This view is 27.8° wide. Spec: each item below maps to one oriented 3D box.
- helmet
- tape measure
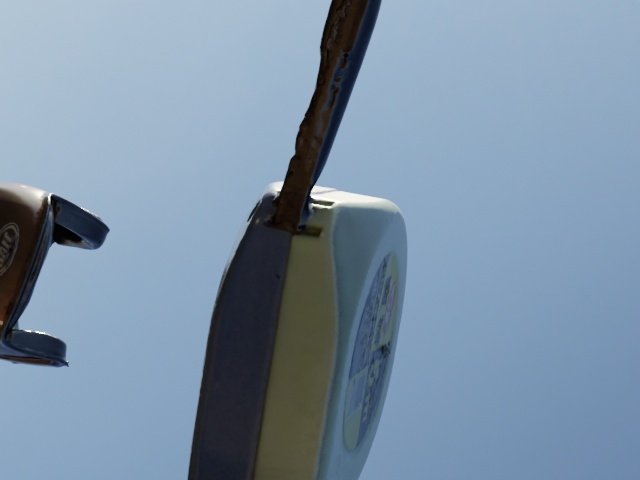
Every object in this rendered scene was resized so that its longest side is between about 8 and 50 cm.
[{"bbox_3d":[-0.341,0.032,1.410,0.216,0.193,0.189,140,-32,-72],"label":"helmet"},{"bbox_3d":[0.000,0.000,0.805,0.215,0.098,0.351,-18,120,-75],"label":"tape measure"}]
